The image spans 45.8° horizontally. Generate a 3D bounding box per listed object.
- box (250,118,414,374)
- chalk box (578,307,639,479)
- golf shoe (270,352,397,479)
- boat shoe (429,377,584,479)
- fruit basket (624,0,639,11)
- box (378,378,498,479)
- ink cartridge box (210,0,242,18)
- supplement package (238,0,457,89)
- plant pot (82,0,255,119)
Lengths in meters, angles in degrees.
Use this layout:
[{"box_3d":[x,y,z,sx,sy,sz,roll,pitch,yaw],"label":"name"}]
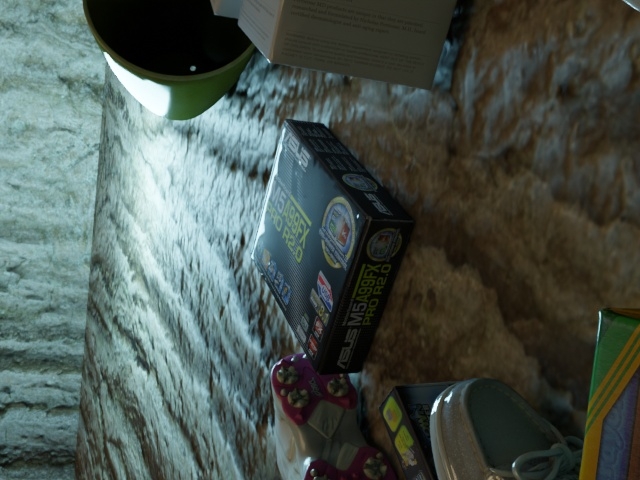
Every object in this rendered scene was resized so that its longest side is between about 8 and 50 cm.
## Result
[{"box_3d":[0.000,0.000,0.948,0.270,0.060,0.216,55,136,50],"label":"box"},{"box_3d":[0.229,0.151,0.402,0.132,0.132,0.213,19,104,62],"label":"chalk box"},{"box_3d":[0.012,0.277,0.874,0.306,0.115,0.140,-108,22,-46],"label":"golf shoe"},{"box_3d":[0.185,0.218,0.510,0.103,0.118,0.320,-61,41,37],"label":"boat shoe"},{"box_3d":[0.235,-0.336,0.447,0.353,0.165,0.327,-55,40,24],"label":"fruit basket"},{"box_3d":[0.134,0.209,0.606,0.036,0.114,0.207,-63,36,40],"label":"box"},{"box_3d":[-0.035,-0.405,0.922,0.232,0.168,0.171,-60,37,42],"label":"ink cartridge box"},{"box_3d":[0.043,-0.322,0.738,0.177,0.175,0.292,-120,39,-58],"label":"supplement package"},{"box_3d":[-0.239,-0.321,1.266,0.293,0.275,0.274,122,143,-70],"label":"plant pot"}]
